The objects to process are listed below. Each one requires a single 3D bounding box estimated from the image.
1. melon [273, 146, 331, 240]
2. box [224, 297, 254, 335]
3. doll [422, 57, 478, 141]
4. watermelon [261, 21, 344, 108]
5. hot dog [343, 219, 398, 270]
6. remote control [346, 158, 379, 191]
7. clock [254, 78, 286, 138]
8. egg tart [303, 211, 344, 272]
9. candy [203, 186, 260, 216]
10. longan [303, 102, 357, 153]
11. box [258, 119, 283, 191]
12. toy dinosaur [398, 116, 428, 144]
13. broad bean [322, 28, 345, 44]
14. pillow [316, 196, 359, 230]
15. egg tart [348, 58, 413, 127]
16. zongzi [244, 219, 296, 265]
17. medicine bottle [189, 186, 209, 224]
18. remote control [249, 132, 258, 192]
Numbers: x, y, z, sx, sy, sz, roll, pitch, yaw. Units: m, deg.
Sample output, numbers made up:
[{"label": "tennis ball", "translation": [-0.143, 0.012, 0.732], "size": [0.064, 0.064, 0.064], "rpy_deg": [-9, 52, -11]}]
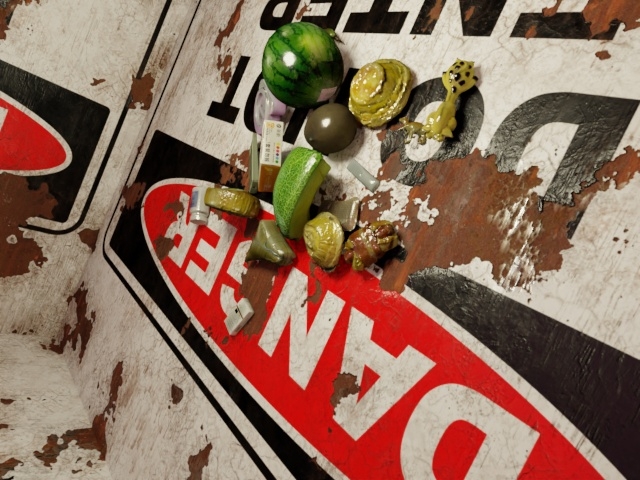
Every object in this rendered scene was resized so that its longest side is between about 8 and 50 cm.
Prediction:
[{"label": "melon", "translation": [-0.089, -0.177, 1.785], "size": [0.343, 0.226, 0.331], "rpy_deg": [-62, 29, -2]}, {"label": "box", "translation": [-0.360, 0.338, 1.983], "size": [0.154, 0.040, 0.084], "rpy_deg": [-51, 47, 20]}, {"label": "doll", "translation": [0.426, -0.458, 1.466], "size": [0.117, 0.086, 0.291], "rpy_deg": [20, 89, 28]}, {"label": "watermelon", "translation": [-0.079, -0.721, 1.859], "size": [0.363, 0.363, 0.363], "rpy_deg": [-16, 65, 40]}, {"label": "hot dog", "translation": [0.166, 0.010, 1.546], "size": [0.213, 0.103, 0.146], "rpy_deg": [-43, 49, 23]}, {"label": "remote control", "translation": [0.156, -0.249, 1.696], "size": [0.050, 0.027, 0.184], "rpy_deg": [-53, 46, 16]}, {"label": "clock", "translation": [-0.248, -0.605, 2.113], "size": [0.248, 0.090, 0.227], "rpy_deg": [113, 144, -45]}, {"label": "egg tart", "translation": [0.000, 0.000, 1.677], "size": [0.232, 0.098, 0.252], "rpy_deg": [-62, 38, 42]}, {"label": "candy", "translation": [-0.401, -0.175, 2.045], "size": [0.260, 0.260, 0.118], "rpy_deg": [14, 87, 45]}, {"label": "longan", "translation": [0.041, -0.436, 1.751], "size": [0.220, 0.196, 0.196], "rpy_deg": [-19, 63, 53]}, {"label": "box", "translation": [-0.220, -0.358, 1.949], "size": [0.274, 0.091, 0.220], "rpy_deg": [122, 151, -71]}, {"label": "toy dinosaur", "translation": [0.347, -0.394, 1.557], "size": [0.162, 0.039, 0.126], "rpy_deg": [-13, 64, 31]}, {"label": "broad bean", "translation": [-0.012, -0.935, 2.059], "size": [0.325, 0.067, 0.075], "rpy_deg": [21, 104, 48]}, {"label": "pillow", "translation": [0.063, -0.098, 1.730], "size": [0.211, 0.034, 0.135], "rpy_deg": [-1, 77, 45]}, {"label": "egg tart", "translation": [0.206, -0.572, 1.690], "size": [0.294, 0.123, 0.294], "rpy_deg": [-18, 63, 40]}, {"label": "zongzi", "translation": [-0.230, 0.070, 1.905], "size": [0.256, 0.115, 0.228], "rpy_deg": [-54, 51, 25]}, {"label": "medicine bottle", "translation": [-0.638, -0.184, 2.381], "size": [0.103, 0.103, 0.186], "rpy_deg": [-12, 68, 41]}, {"label": "remote control", "translation": [-0.317, -0.373, 2.152], "size": [0.123, 0.038, 0.285], "rpy_deg": [121, 149, -60]}]
